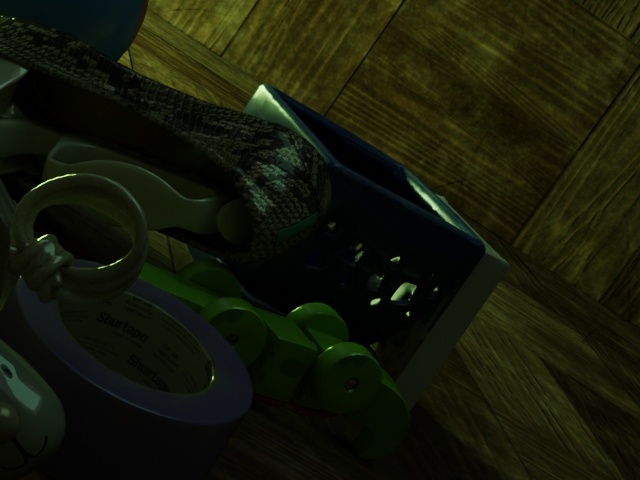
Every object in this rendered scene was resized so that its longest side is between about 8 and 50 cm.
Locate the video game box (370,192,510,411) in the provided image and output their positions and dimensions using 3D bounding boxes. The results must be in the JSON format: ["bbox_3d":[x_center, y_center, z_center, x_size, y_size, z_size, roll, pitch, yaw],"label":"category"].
[{"bbox_3d":[0.105,0.063,2.016,0.048,0.205,0.187,28,12,-28],"label":"video game box"}]

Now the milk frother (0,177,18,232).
[{"bbox_3d":[-0.338,-0.047,1.425,0.143,0.129,0.134,9,-44,33],"label":"milk frother"}]

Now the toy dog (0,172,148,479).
[{"bbox_3d":[-0.278,-0.003,1.094,0.334,0.220,0.161,31,-4,-3],"label":"toy dog"}]

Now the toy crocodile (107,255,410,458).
[{"bbox_3d":[-0.055,0.104,1.647,0.341,0.105,0.115,24,13,-31],"label":"toy crocodile"}]

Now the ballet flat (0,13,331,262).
[{"bbox_3d":[-0.228,-0.097,1.705,0.483,0.164,0.182,21,30,19],"label":"ballet flat"}]

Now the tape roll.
[{"bbox_3d":[-0.149,0.100,1.281,0.189,0.080,0.189,27,20,-11],"label":"tape roll"}]

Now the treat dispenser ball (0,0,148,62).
[{"bbox_3d":[-0.336,-0.300,2.020,0.288,0.288,0.288,34,10,-7],"label":"treat dispenser ball"}]

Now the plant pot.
[{"bbox_3d":[0.000,0.000,1.943,0.236,0.212,0.236,29,11,-33],"label":"plant pot"}]
